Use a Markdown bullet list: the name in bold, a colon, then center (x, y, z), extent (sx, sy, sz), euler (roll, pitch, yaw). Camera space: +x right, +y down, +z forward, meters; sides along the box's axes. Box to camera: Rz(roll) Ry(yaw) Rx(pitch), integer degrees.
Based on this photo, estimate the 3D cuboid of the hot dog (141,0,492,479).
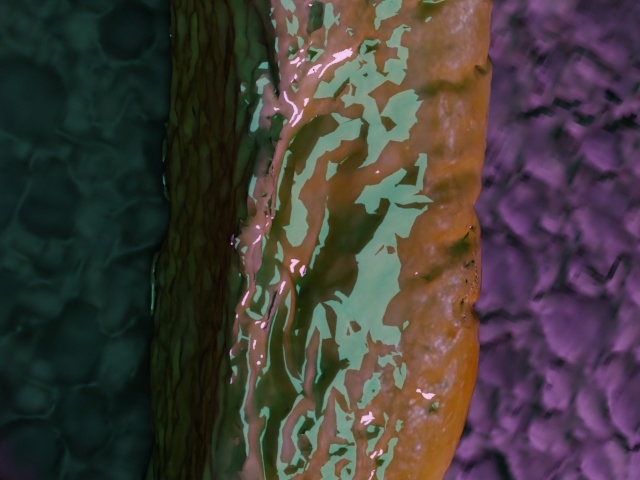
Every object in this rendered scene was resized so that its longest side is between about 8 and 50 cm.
- **hot dog**: center (0.000, 0.000, 0.388), extent (0.073, 0.084, 0.242), euler (2, 98, -15)
